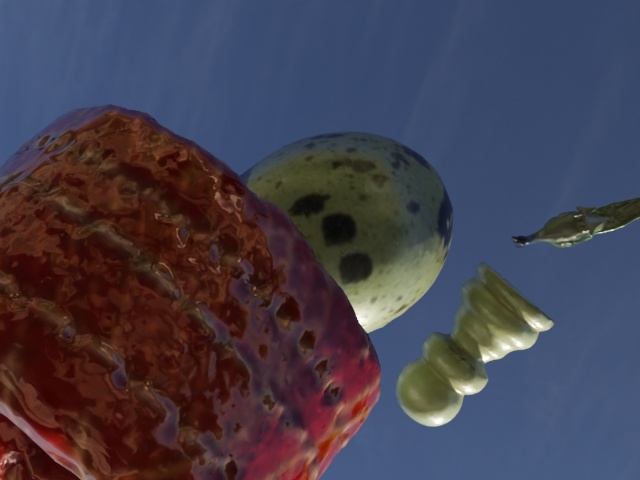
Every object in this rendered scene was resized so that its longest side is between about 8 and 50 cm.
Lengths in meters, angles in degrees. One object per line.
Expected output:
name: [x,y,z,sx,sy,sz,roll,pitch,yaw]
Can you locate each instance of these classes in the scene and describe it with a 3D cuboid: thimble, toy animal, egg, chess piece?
thimble: [-0.150,0.091,0.752,0.350,0.230,0.350,31,-29,20]
toy animal: [0.328,-0.027,1.130,0.217,0.075,0.041,-19,-100,13]
egg: [0.000,0.000,1.370,0.379,0.287,0.287,-15,-88,-8]
chess piece: [0.214,0.170,1.472,0.144,0.144,0.251,42,-84,17]
